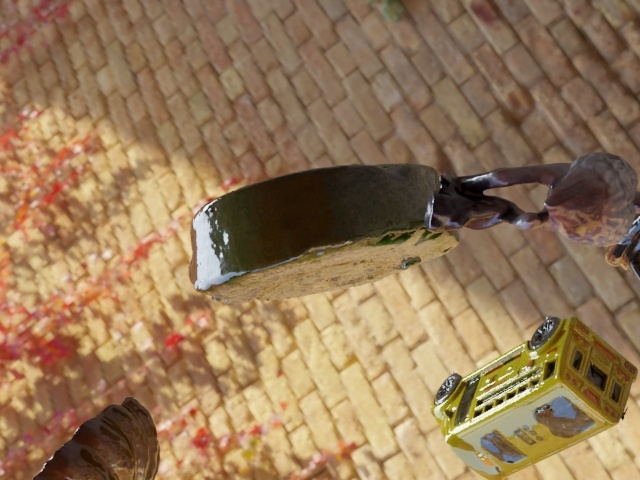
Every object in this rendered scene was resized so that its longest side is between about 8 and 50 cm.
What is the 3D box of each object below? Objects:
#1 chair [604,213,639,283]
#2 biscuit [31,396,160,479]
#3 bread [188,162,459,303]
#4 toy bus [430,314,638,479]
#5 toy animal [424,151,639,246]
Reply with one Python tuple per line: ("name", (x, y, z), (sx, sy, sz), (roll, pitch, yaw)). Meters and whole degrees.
("chair", (0.614, 0.050, 1.354), (0.410, 0.365, 0.362), (46, -143, 15))
("biscuit", (-0.321, 0.355, 1.378), (0.107, 0.326, 0.325), (36, -170, 11))
("bread", (0.000, 0.000, 1.485), (0.366, 0.381, 0.129), (83, 175, -79))
("toy bus", (0.291, 0.246, 1.532), (0.144, 0.330, 0.152), (38, -134, -10))
("toy animal", (0.264, -0.042, 1.030), (0.195, 0.324, 0.091), (-155, 67, -69))
